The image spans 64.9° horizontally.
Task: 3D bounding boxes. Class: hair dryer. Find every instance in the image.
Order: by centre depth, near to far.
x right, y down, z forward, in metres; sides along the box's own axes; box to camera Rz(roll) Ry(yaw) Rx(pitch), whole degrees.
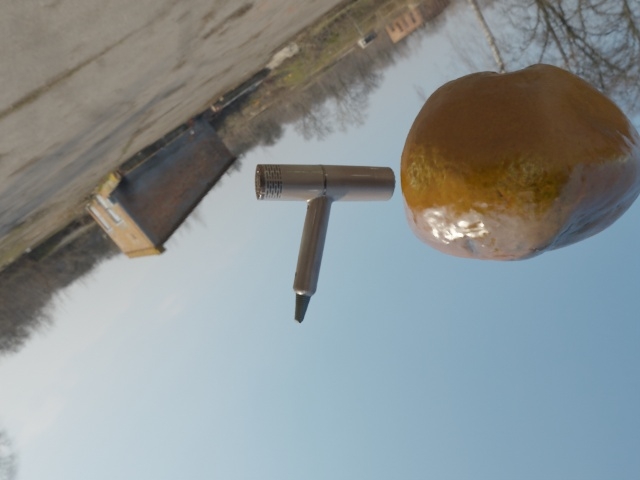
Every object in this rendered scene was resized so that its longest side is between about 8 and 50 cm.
[{"bbox_3d":[0.012,0.003,0.703,0.195,0.220,0.054,-2,177,-16],"label":"hair dryer"}]

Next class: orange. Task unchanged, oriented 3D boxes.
[{"bbox_3d":[0.205,-0.085,0.522,0.249,0.183,0.249,-6,-165,2],"label":"orange"}]
